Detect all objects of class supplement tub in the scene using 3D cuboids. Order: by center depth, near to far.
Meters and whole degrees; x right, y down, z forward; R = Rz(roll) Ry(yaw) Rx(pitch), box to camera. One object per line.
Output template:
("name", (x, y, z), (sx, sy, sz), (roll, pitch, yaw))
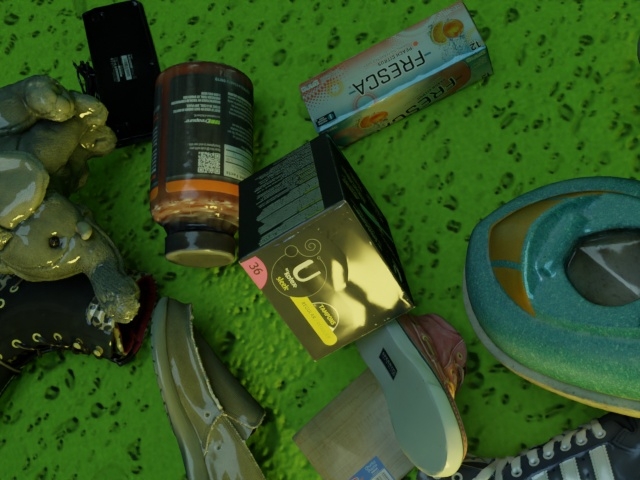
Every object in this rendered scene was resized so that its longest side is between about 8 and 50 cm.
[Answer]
("supplement tub", (-0.121, -0.075, 0.809), (0.106, 0.106, 0.197), (-5, 74, 18))

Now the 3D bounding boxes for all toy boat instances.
("toy boat", (0.242, -0.028, 0.621), (0.268, 0.148, 0.318), (16, 69, 51))

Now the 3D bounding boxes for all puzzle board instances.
("puzzle board", (0.049, 0.178, 0.732), (0.128, 0.011, 0.096), (-43, 67, 5))

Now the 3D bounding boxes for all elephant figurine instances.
("elephant figurine", (-0.290, -0.032, 0.781), (0.186, 0.169, 0.239), (-19, 58, 28))

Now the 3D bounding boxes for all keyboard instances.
("keyboard", (-0.238, -0.192, 0.931), (0.100, 0.038, 0.192), (-13, 69, -9))

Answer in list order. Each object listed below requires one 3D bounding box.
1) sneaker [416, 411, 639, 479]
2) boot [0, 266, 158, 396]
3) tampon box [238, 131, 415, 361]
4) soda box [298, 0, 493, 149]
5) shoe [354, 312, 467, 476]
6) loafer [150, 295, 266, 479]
("sneaker", (0.182, 0.182, 0.635), (0.153, 0.099, 0.282), (40, 94, 22))
("boot", (-0.288, 0.108, 0.824), (0.179, 0.085, 0.236), (16, 74, 23))
("tampon box", (0.000, 0.000, 0.699), (0.102, 0.120, 0.161), (-30, 26, 11))
("soda box", (0.075, -0.161, 0.789), (0.183, 0.058, 0.062), (-25, 69, 12))
("shoe", (0.096, 0.119, 0.661), (0.063, 0.081, 0.178), (-68, 30, 28))
("loafer", (-0.098, 0.168, 0.754), (0.088, 0.094, 0.251), (-17, 79, -11))
